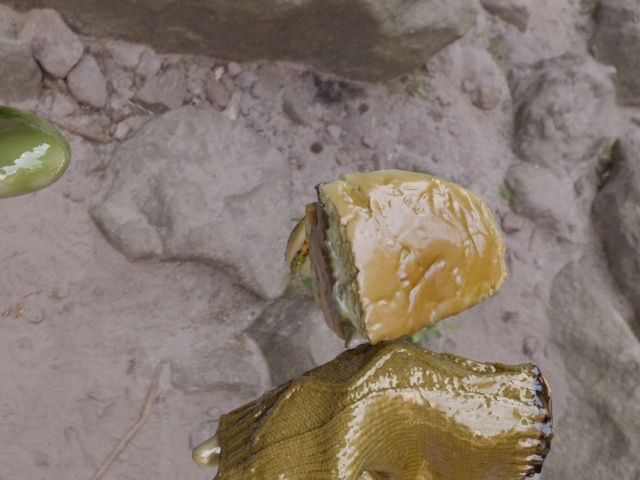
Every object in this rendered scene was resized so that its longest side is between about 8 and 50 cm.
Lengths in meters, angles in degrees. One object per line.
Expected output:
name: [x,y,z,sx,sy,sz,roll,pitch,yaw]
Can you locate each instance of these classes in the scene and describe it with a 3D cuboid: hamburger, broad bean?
hamburger: [0.000,0.000,0.909,0.082,0.126,0.141,27,62,6]
hamburger: [0.097,0.005,0.616,0.208,0.135,0.155,-9,112,-15]
broad bean: [-0.586,-0.165,1.169,0.238,0.291,0.119,-9,123,-29]

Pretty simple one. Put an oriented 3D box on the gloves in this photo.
gloves: [0.050,0.191,0.640,0.357,0.203,0.155,-10,55,-4]
